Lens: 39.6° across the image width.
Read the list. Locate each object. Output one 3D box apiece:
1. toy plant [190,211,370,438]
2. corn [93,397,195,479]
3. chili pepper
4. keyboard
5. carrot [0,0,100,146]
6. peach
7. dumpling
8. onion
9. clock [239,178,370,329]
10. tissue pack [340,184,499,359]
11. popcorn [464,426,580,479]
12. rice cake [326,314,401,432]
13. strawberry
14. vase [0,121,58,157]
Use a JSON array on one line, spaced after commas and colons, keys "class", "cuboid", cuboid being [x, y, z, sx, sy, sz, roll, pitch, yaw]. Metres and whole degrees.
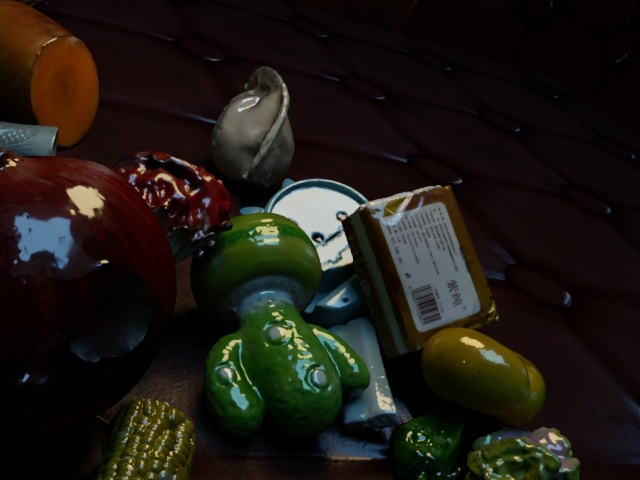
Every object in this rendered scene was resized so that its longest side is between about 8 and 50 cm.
[{"class": "toy plant", "cuboid": [-0.060, 0.127, 1.192, 0.224, 0.185, 0.316, 2, 47, -23]}, {"class": "corn", "cuboid": [-0.186, 0.272, 0.861, 0.101, 0.102, 0.313, 18, 29, -8]}, {"class": "chili pepper", "cuboid": [0.148, 0.265, 1.154, 0.100, 0.074, 0.257, 11, 17, 16]}, {"class": "keyboard", "cuboid": [0.195, 0.224, 1.314, 0.250, 0.017, 0.087, 40, 10, 32]}, {"class": "carrot", "cuboid": [-0.551, -0.333, 1.604, 0.331, 0.214, 0.193, 29, 22, 21]}, {"class": "peach", "cuboid": [0.224, 0.185, 1.210, 0.179, 0.103, 0.179, 27, 1, -1]}, {"class": "dumpling", "cuboid": [-0.133, -0.224, 1.705, 0.243, 0.227, 0.175, 32, 24, 35]}, {"class": "onion", "cuboid": [-0.310, 0.063, 0.919, 0.341, 0.341, 0.341, 18, 26, -9]}, {"class": "clock", "cuboid": [0.000, 0.000, 1.421, 0.274, 0.094, 0.223, 40, 57, 19]}, {"class": "tissue pack", "cuboid": [0.150, 0.042, 1.323, 0.183, 0.092, 0.226, -15, 79, -31]}, {"class": "popcorn", "cuboid": [0.255, 0.297, 1.132, 0.145, 0.126, 0.125, -22, 29, -19]}, {"class": "rice cake", "cuboid": [0.053, 0.186, 1.249, 0.080, 0.042, 0.222, -15, 33, 1]}, {"class": "strawberry", "cuboid": [-0.247, -0.042, 1.211, 0.150, 0.253, 0.280, 60, 16, -19]}, {"class": "vase", "cuboid": [-0.537, -0.159, 1.415, 0.219, 0.096, 0.096, 13, 27, -14]}]
